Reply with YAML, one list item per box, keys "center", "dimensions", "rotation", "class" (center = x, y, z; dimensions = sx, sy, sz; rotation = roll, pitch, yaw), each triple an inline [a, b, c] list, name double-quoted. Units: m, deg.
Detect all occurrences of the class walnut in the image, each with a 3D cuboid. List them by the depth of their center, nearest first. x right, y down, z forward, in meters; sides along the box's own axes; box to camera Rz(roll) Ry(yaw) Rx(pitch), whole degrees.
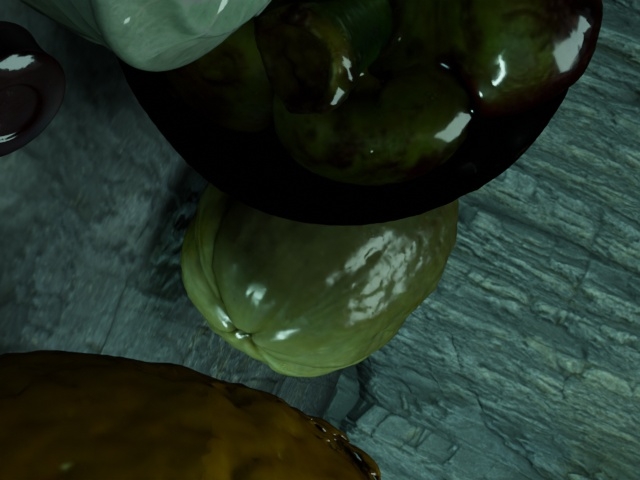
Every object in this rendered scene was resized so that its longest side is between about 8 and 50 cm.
- center: [0.000, 0.000, 0.977]
  dimensions: [0.283, 0.227, 0.283]
  rotation: [0, 89, -49]
  class: "walnut"

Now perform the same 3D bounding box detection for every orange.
- center: [-0.117, 0.218, 0.514]
  dimensions: [0.341, 0.340, 0.293]
  rotation: [92, 4, -62]
  class: "orange"

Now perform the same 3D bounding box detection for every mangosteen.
- center: [0.033, -0.149, 0.603]
  dimensions: [0.297, 0.313, 0.297]
  rotation: [-5, 99, -37]
  class: "mangosteen"

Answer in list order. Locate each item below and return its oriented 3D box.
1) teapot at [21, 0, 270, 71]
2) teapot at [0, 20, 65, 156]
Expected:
- center: [-0.084, -0.181, 0.344]
  dimensions: [0.163, 0.178, 0.221]
  rotation: [-54, 167, -32]
  class: "teapot"
- center: [-0.163, -0.075, 0.500]
  dimensions: [0.068, 0.045, 0.100]
  rotation: [-48, 155, 12]
  class: "teapot"
